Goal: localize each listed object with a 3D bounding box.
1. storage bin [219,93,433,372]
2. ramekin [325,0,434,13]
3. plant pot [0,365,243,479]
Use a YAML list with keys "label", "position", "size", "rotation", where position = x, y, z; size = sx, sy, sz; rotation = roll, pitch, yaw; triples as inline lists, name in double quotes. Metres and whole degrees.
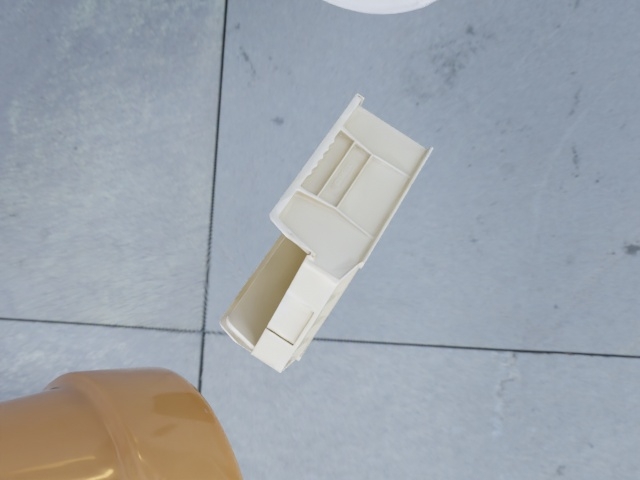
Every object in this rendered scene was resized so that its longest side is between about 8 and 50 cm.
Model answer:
- label: "storage bin"
  position: [0.000, 0.000, 1.183]
  size: [0.123, 0.262, 0.260]
  rotation: [33, 52, 2]
- label: "ramekin"
  position: [0.054, -0.384, 0.955]
  size: [0.272, 0.273, 0.127]
  rotation: [28, 54, -3]
- label: "plant pot"
  position: [-0.190, 0.218, 0.531]
  size: [0.203, 0.291, 0.291]
  rotation: [6, 87, -35]
